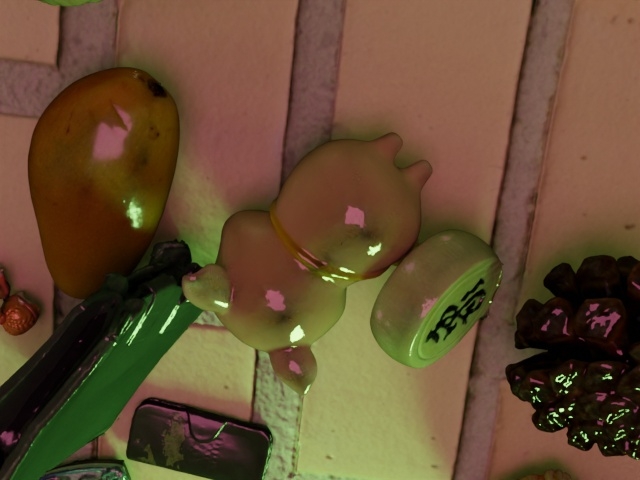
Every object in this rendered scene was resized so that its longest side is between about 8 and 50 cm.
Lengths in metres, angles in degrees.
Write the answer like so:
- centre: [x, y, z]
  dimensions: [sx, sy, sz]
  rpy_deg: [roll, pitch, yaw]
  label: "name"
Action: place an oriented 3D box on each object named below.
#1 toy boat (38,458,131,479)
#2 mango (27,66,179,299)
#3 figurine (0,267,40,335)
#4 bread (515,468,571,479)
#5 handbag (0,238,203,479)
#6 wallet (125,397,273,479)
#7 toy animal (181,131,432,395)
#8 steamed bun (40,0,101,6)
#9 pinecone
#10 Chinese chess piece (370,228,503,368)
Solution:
- centre: [-0.277, 0.281, 1.233]
  dimensions: [0.140, 0.066, 0.059]
  rpy_deg: [-12, 113, 10]
  label: "toy boat"
- centre: [-0.216, -0.053, 1.081]
  dimensions: [0.139, 0.113, 0.253]
  rpy_deg: [16, 118, -6]
  label: "mango"
- centre: [-0.340, 0.052, 1.167]
  dimensions: [0.064, 0.047, 0.109]
  rpy_deg: [-30, 100, 44]
  label: "figurine"
- centre: [0.275, 0.385, 1.202]
  dimensions: [0.153, 0.119, 0.288]
  rpy_deg: [-35, 105, 12]
  label: "bread"
- centre: [-0.222, 0.122, 1.072]
  dimensions: [0.079, 0.247, 0.260]
  rpy_deg: [42, 109, 5]
  label: "handbag"
- centre: [-0.132, 0.223, 1.226]
  dimensions: [0.157, 0.018, 0.082]
  rpy_deg: [15, 111, 0]
  label: "wallet"
- centre: [0.002, 0.002, 1.071]
  dimensions: [0.165, 0.149, 0.248]
  rpy_deg: [41, 95, -7]
  label: "toy animal"
- centre: [-0.152, -0.319, 0.846]
  dimensions: [0.247, 0.352, 0.339]
  rpy_deg: [36, 106, 1]
  label: "steamed bun"
- centre: [0.289, 0.107, 1.054]
  dimensions: [0.229, 0.201, 0.202]
  rpy_deg: [-3, 114, 9]
  label: "pinecone"
- centre: [0.113, 0.057, 1.080]
  dimensions: [0.058, 0.144, 0.144]
  rpy_deg: [39, 113, 27]
  label: "Chinese chess piece"
